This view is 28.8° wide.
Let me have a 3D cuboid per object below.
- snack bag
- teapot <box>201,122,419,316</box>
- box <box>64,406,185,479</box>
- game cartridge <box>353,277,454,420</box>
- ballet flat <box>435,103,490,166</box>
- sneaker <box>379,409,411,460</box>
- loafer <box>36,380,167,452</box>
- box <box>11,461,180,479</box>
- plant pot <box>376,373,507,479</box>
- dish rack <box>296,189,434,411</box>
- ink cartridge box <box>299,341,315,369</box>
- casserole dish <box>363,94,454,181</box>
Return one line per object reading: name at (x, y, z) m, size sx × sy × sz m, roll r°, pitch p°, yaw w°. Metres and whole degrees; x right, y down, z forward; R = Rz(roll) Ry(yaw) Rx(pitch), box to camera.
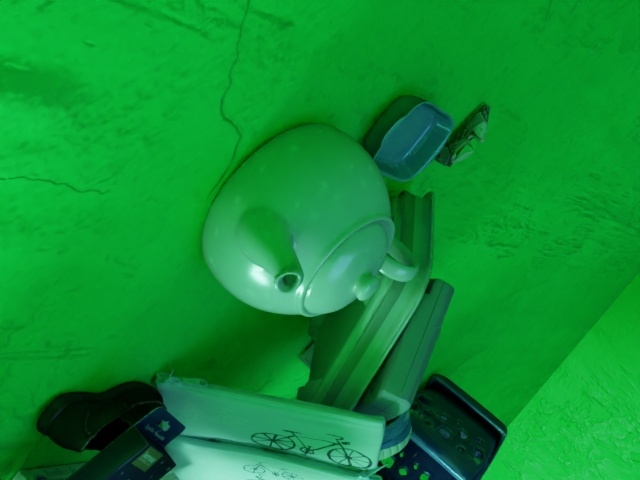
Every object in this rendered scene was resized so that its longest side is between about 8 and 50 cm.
snack bag at (-0.068, 0.300, 1.740) m, size 0.342 × 0.323 × 0.037 m, roll 97°, pitch 5°, yaw -56°
teapot at (0.000, 0.000, 1.473) m, size 0.256 × 0.187 × 0.252 m, roll -38°, pitch 157°, yaw -23°
box at (-0.257, 0.294, 1.503) m, size 0.225 × 0.036 × 0.136 m, roll -39°, pitch 159°, yaw -7°
game cartridge at (0.097, 0.156, 1.754) m, size 0.196 × 0.060 × 0.294 m, roll -64°, pitch -173°, yaw -10°
ballet flat at (0.216, -0.148, 1.815) m, size 0.114 × 0.041 × 0.041 m, roll -44°, pitch 158°, yaw -8°
sneaker at (0.043, 0.367, 2.305) m, size 0.330 × 0.130 × 0.147 m, roll -34°, pitch 141°, yaw -37°
loafer at (-0.257, 0.231, 1.537) m, size 0.080 × 0.078 × 0.220 m, roll -54°, pitch 157°, yaw 17°
box at (-0.300, 0.336, 1.658) m, size 0.067 × 0.063 × 0.324 m, roll -51°, pitch 158°, yaw 10°
plant pot at (0.246, 0.440, 2.631) m, size 0.212 × 0.236 × 0.236 m, roll -37°, pitch 156°, yaw -39°
dish rack at (0.057, 0.097, 1.767) m, size 0.332 × 0.072 × 0.285 m, roll -60°, pitch -171°, yaw 30°
ink cartridge box at (0.048, 0.166, 2.009) m, size 0.150 × 0.063 × 0.109 m, roll -46°, pitch 159°, yaw -4°
casserole dish at (0.113, -0.138, 1.649) m, size 0.114 × 0.037 × 0.188 m, roll -51°, pitch 159°, yaw 10°
